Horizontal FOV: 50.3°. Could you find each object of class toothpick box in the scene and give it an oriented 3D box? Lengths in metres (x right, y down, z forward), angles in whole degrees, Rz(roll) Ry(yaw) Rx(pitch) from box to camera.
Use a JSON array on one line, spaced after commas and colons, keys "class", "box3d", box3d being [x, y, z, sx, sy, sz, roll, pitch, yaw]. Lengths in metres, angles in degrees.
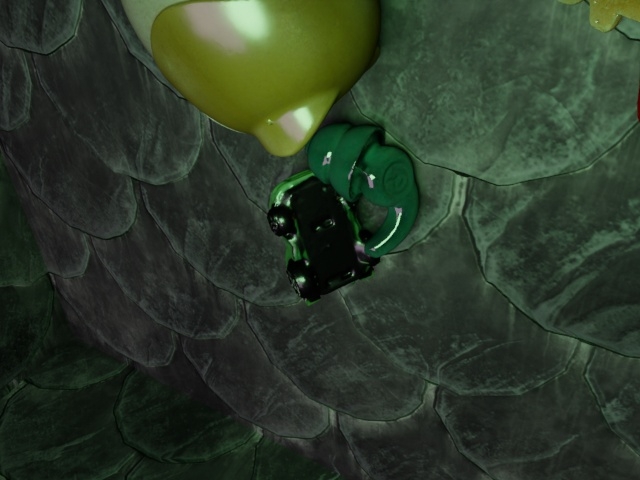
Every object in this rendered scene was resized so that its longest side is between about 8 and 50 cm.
[{"class": "toothpick box", "box3d": [-0.108, -0.396, 1.190, 0.408, 0.409, 0.425, -21, 115, 47]}]

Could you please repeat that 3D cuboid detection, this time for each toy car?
[{"class": "toy car", "box3d": [0.000, 0.000, 1.611, 0.176, 0.213, 0.359, 41, 154, 64]}]

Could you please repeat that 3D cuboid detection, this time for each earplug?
[{"class": "earplug", "box3d": [0.087, -0.130, 1.454, 0.280, 0.164, 0.257, 31, 145, 13]}]

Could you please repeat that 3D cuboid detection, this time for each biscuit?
[{"class": "biscuit", "box3d": [0.441, -0.383, 1.005, 0.234, 0.030, 0.153, 27, 133, 43]}]

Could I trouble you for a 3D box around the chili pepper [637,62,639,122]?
[{"class": "chili pepper", "box3d": [0.525, -0.289, 1.048, 0.059, 0.051, 0.268, -2, 130, 8]}]
